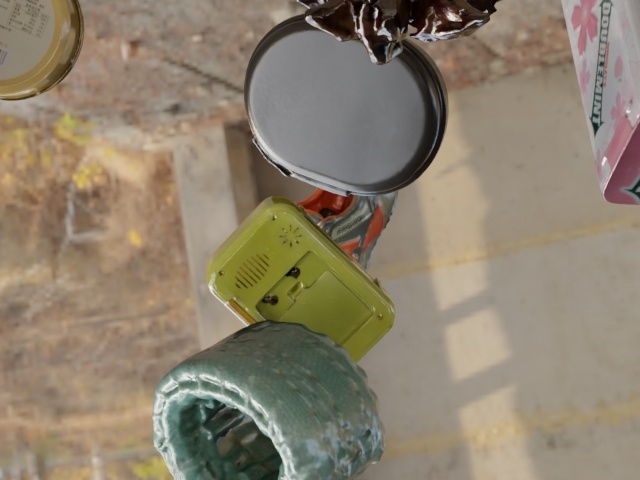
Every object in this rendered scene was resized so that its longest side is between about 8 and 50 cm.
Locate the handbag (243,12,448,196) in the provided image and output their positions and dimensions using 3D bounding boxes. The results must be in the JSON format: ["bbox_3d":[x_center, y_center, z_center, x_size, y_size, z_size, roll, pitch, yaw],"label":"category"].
[{"bbox_3d":[0.035,-0.194,1.938,0.308,0.254,0.093,20,-158,13],"label":"handbag"}]

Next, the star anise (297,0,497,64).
[{"bbox_3d":[0.088,-0.252,1.500,0.271,0.103,0.272,3,-154,-1],"label":"star anise"}]

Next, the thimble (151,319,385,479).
[{"bbox_3d":[-0.048,0.191,1.363,0.235,0.198,0.143,14,-150,40],"label":"thimble"}]

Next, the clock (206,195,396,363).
[{"bbox_3d":[-0.024,0.058,1.562,0.143,0.202,0.096,-45,-170,5],"label":"clock"}]

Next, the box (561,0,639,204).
[{"bbox_3d":[0.361,-0.241,1.541,0.112,0.370,0.190,4,146,-9],"label":"box"}]

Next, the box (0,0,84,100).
[{"bbox_3d":[-0.221,-0.151,0.951,0.105,0.106,0.037,-10,-179,6],"label":"box"}]

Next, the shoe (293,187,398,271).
[{"bbox_3d":[0.000,0.000,2.337,0.171,0.336,0.132,26,180,-45],"label":"shoe"}]
